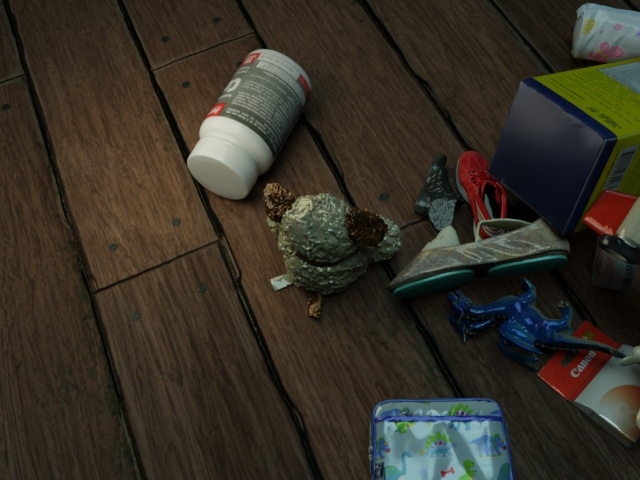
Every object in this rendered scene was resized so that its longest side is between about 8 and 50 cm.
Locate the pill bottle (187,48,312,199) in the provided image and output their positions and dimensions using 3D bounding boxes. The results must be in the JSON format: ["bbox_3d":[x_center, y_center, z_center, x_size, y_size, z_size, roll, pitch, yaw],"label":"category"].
[{"bbox_3d":[-0.144,-0.235,1.429,0.161,0.161,0.283,19,63,16],"label":"pill bottle"}]

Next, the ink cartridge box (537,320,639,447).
[{"bbox_3d":[0.477,0.225,1.160,0.145,0.045,0.179,-41,66,-18],"label":"ink cartridge box"}]

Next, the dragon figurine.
[{"bbox_3d":[0.350,0.160,1.185,0.289,0.085,0.144,37,71,28],"label":"dragon figurine"}]

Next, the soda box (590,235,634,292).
[{"bbox_3d":[0.539,-0.002,1.279,0.063,0.058,0.183,14,62,13],"label":"soda box"}]

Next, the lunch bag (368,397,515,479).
[{"bbox_3d":[0.184,0.333,1.101,0.219,0.090,0.176,0,57,5],"label":"lunch bag"}]

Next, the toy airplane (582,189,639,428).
[{"bbox_3d":[0.611,0.067,1.005,0.386,0.272,0.384,-16,67,24],"label":"toy airplane"}]

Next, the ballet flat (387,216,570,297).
[{"bbox_3d":[0.265,0.023,1.224,0.316,0.107,0.106,-11,67,3],"label":"ballet flat"}]

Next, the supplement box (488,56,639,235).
[{"bbox_3d":[0.509,-0.175,1.230,0.356,0.195,0.194,-15,46,-27],"label":"supplement box"}]

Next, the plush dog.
[{"bbox_3d":[0.000,0.000,1.236,0.262,0.225,0.211,13,61,13],"label":"plush dog"}]

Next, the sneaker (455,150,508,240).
[{"bbox_3d":[0.313,-0.104,1.323,0.087,0.128,0.221,-12,59,-2],"label":"sneaker"}]

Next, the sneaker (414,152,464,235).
[{"bbox_3d":[0.240,-0.087,1.368,0.089,0.051,0.170,19,68,16],"label":"sneaker"}]

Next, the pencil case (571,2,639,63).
[{"bbox_3d":[0.672,-0.428,1.483,0.273,0.124,0.113,9,61,12],"label":"pencil case"}]
